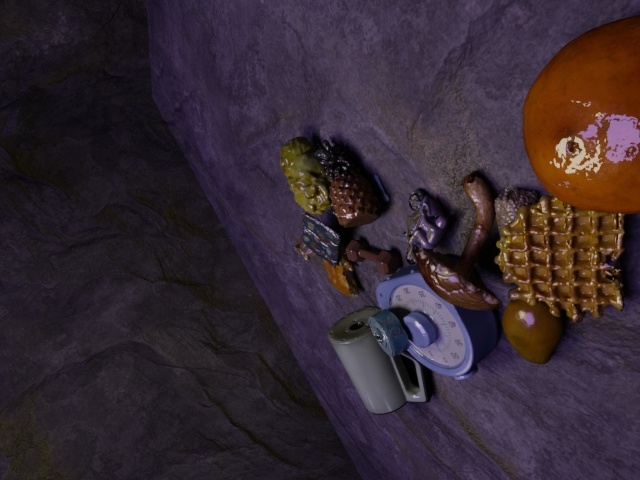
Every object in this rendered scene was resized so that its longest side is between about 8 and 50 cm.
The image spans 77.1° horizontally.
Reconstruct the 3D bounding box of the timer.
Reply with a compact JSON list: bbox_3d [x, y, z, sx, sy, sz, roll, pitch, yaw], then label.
[{"bbox_3d":[0.355,0.255,1.239,0.395,0.173,0.395,42,147,36],"label":"timer"}]

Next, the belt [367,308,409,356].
[{"bbox_3d":[0.213,0.295,1.281,0.163,0.082,0.147,91,154,-70],"label":"belt"}]

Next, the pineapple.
[{"bbox_3d":[0.081,-0.213,1.345,0.340,0.169,0.169,70,157,15],"label":"pineapple"}]

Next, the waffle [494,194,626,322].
[{"bbox_3d":[0.503,0.035,0.811,0.283,0.065,0.309,39,137,9],"label":"waffle"}]

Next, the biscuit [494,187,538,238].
[{"bbox_3d":[0.447,-0.032,0.909,0.082,0.070,0.168,34,146,59],"label":"biscuit"}]

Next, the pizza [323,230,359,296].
[{"bbox_3d":[0.079,0.095,1.710,0.189,0.071,0.296,9,122,60],"label":"pizza"}]

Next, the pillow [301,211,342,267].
[{"bbox_3d":[0.001,0.000,1.589,0.189,0.034,0.255,38,154,18],"label":"pillow"}]

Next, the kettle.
[{"bbox_3d":[0.258,0.489,1.627,0.361,0.250,0.376,-15,106,35],"label":"kettle"}]

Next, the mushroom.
[{"bbox_3d":[0.352,0.027,0.950,0.233,0.208,0.301,35,135,37],"label":"mushroom"}]

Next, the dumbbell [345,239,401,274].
[{"bbox_3d":[0.187,0.057,1.460,0.231,0.082,0.092,22,133,54],"label":"dumbbell"}]

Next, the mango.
[{"bbox_3d":[0.521,0.221,0.990,0.136,0.099,0.227,20,141,45],"label":"mango"}]

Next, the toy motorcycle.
[{"bbox_3d":[0.298,-0.032,1.130,0.152,0.073,0.225,10,97,62],"label":"toy motorcycle"}]

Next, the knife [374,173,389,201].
[{"bbox_3d":[0.199,-0.171,1.301,0.096,0.010,0.027,65,155,-1],"label":"knife"}]

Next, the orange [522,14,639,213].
[{"bbox_3d":[0.444,-0.175,0.598,0.284,0.226,0.283,50,152,39],"label":"orange"}]

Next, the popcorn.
[{"bbox_3d":[-0.044,-0.228,1.513,0.286,0.174,0.225,54,159,13],"label":"popcorn"}]

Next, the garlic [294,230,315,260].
[{"bbox_3d":[-0.018,-0.009,1.764,0.131,0.127,0.194,44,127,-3],"label":"garlic"}]
